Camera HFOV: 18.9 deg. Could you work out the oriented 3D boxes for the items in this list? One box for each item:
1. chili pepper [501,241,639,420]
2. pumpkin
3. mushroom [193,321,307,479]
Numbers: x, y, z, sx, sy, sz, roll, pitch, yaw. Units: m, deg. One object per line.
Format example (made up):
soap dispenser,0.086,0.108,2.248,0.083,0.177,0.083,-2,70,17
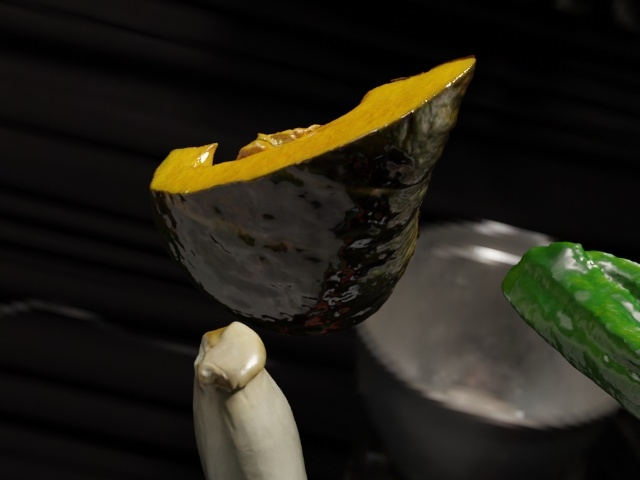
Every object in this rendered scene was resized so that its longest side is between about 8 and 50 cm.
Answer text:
chili pepper,0.195,0.065,1.017,0.257,0.100,0.074,36,-63,39
pumpkin,0.001,0.001,1.297,0.278,0.163,0.111,-17,-161,30
mushroom,-0.038,0.234,1.482,0.109,0.097,0.351,-67,144,-79
